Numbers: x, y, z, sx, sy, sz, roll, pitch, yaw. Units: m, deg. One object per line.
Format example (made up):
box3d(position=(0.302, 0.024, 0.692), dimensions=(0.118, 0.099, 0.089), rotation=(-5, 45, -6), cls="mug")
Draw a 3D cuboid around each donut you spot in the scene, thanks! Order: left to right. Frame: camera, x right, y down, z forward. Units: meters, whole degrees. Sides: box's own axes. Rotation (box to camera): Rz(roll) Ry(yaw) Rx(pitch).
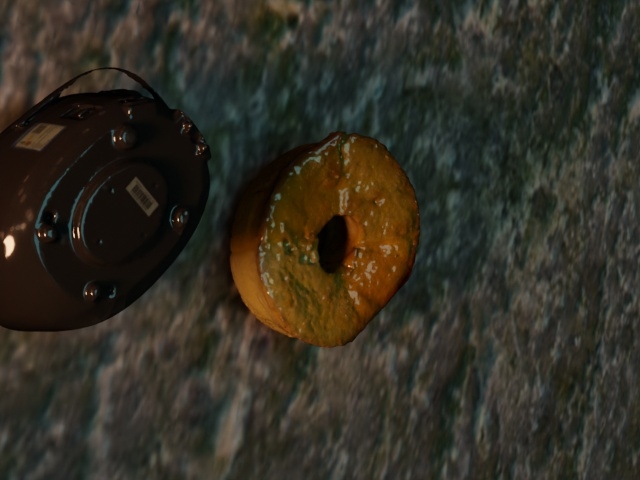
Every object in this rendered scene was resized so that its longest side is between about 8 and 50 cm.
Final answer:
box3d(position=(-0.001, -0.001, 0.996), dimensions=(0.174, 0.074, 0.190), rotation=(45, 64, -38), cls="donut")

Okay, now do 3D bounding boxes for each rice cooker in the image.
box3d(position=(-0.162, -0.026, 0.796), dimensions=(0.203, 0.118, 0.142), rotation=(-53, 125, -27), cls="rice cooker")
